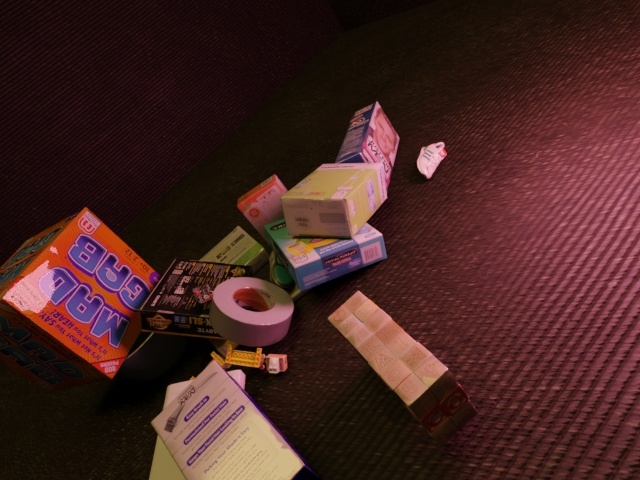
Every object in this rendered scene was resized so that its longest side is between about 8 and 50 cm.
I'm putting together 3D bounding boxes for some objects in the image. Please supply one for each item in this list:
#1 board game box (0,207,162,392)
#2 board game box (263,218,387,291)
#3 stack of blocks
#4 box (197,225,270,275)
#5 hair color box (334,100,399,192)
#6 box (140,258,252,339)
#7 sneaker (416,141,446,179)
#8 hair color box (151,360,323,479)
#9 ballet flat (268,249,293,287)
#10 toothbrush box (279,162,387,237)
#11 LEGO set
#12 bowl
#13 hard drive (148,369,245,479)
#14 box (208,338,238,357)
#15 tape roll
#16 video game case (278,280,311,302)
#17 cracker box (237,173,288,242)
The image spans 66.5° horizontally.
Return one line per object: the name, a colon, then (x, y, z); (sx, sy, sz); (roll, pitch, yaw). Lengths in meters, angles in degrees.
board game box: (-0.763, 0.187, 1.463); (0.356, 0.356, 0.356); (-19, 34, 32)
board game box: (0.000, 0.000, 1.415); (0.253, 0.079, 0.336); (-20, 26, -13)
stack of blocks: (0.148, 0.233, 0.900); (0.087, 0.171, 0.297); (-41, 30, -6)
box: (-0.328, 0.077, 1.789); (0.232, 0.058, 0.322); (-42, 28, -8)
hair color box: (0.167, -0.309, 1.663); (0.105, 0.174, 0.347); (-20, 34, 31)
box: (-0.358, 0.166, 1.467); (0.257, 0.079, 0.322); (7, 24, -1)
sneaker: (0.346, -0.253, 1.501); (0.075, 0.057, 0.161); (-24, 28, 35)
hair color box: (-0.176, 0.419, 0.975); (0.185, 0.110, 0.338); (-44, 47, -15)
ballet flat: (-0.125, 0.096, 1.483); (0.068, 0.072, 0.213); (-56, 20, 24)
toothbrush box: (0.047, -0.124, 1.411); (0.206, 0.122, 0.283); (3, 30, 27)
LEGO set: (-0.212, 0.342, 1.263); (0.287, 0.107, 0.132); (-30, 64, 4)
bowl: (-0.543, 0.324, 1.557); (0.311, 0.163, 0.312); (-28, 30, 17)
hard drive: (-0.276, 0.455, 1.095); (0.203, 0.040, 0.308); (-15, 45, 12)
box: (-0.289, 0.271, 1.474); (0.109, 0.042, 0.178); (-46, 30, -15)
tape roll: (-0.184, 0.186, 1.306); (0.219, 0.219, 0.072); (-108, 31, -60)
video game case: (-0.045, 0.088, 1.484); (0.212, 0.023, 0.193); (-37, 28, -1)
cracker box: (-0.146, -0.083, 1.626); (0.155, 0.232, 0.067); (-32, 28, 11)
